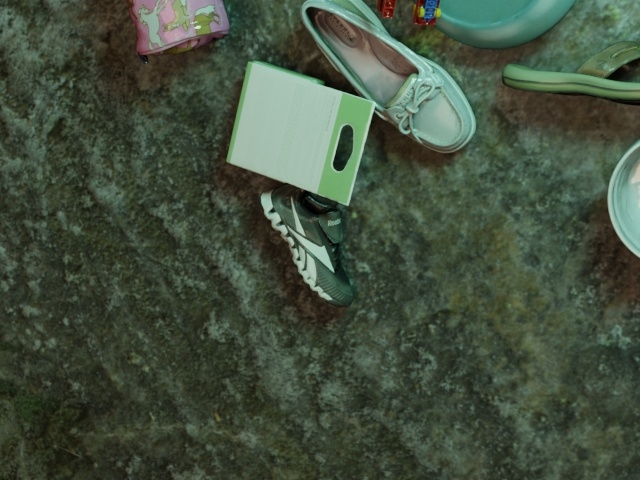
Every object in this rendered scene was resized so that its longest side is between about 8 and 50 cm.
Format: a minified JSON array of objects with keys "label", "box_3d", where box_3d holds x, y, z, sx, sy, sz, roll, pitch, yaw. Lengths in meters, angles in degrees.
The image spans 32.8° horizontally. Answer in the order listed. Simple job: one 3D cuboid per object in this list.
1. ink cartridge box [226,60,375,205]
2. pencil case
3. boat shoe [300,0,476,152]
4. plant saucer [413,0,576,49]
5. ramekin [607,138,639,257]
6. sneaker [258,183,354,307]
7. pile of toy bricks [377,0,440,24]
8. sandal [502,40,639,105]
[{"label":"ink cartridge box","box_3d":[-0.026,-0.170,1.709,0.235,0.056,0.171,21,106,23]},{"label":"pencil case","box_3d":[-0.265,-0.477,1.673,0.167,0.160,0.386,-12,103,21]},{"label":"boat shoe","box_3d":[0.099,-0.250,1.641,0.320,0.103,0.118,47,117,1]},{"label":"plant saucer","box_3d":[0.228,-0.424,1.520,0.317,0.043,0.318,15,115,34]},{"label":"ramekin","box_3d":[0.518,-0.069,1.542,0.207,0.109,0.207,7,110,19]},{"label":"sneaker","box_3d":[0.000,0.000,1.775,0.106,0.078,0.234,-32,92,29]},{"label":"pile of toy bricks","box_3d":[0.130,-0.415,1.521,0.118,0.105,0.212,-1,129,-14]},{"label":"sandal","box_3d":[0.406,-0.240,1.529,0.302,0.120,0.086,9,96,18]}]
